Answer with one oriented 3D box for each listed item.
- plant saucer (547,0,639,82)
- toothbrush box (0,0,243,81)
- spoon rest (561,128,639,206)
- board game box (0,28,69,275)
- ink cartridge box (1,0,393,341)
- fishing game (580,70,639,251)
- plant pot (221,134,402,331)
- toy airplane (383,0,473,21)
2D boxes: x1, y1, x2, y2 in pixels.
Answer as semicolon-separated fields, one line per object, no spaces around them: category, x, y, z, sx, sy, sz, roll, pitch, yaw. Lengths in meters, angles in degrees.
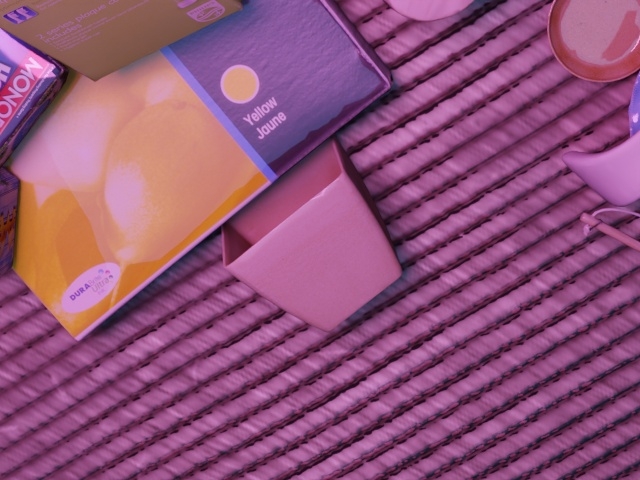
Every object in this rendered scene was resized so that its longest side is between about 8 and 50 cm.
plant saucer;0.207;-0.158;0.986;0.083;0.015;0.083;0;104;0
toothbrush box;-0.177;-0.241;0.782;0.122;0.283;0.206;-23;74;14
spoon rest;0.284;-0.137;0.918;0.137;0.084;0.276;39;95;-12
board game box;-0.264;-0.075;0.922;0.194;0.060;0.194;40;101;-4
ink cartridge box;-0.158;-0.137;0.968;0.304;0.072;0.307;-39;101;10
fishing game;0.314;-0.095;0.991;0.189;0.041;0.264;22;98;-13
plant pot;0.000;0.000;0.989;0.109;0.109;0.096;-39;110;10
toy airplane;0.150;-0.366;0.801;0.384;0.272;0.386;-20;104;6
